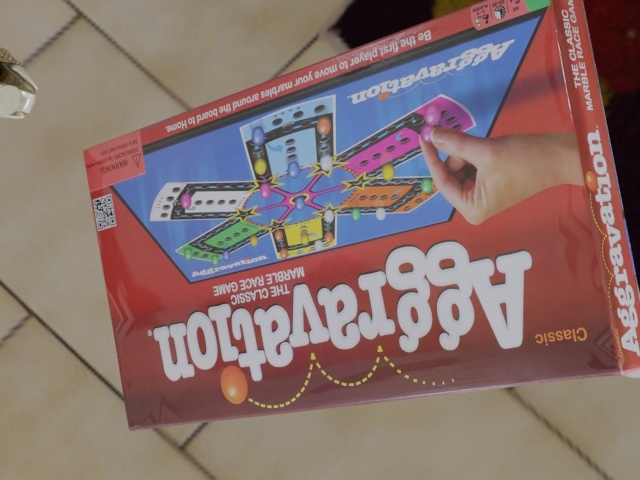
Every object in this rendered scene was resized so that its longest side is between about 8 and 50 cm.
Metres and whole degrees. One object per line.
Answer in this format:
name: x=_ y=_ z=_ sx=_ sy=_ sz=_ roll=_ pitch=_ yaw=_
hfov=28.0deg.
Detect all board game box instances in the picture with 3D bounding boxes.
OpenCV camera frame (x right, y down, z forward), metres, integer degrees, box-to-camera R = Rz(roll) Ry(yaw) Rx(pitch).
board game box: x=0.000 y=0.000 z=0.552 sx=0.027 sy=0.281 sz=0.145 roll=-7 pitch=85 yaw=-47

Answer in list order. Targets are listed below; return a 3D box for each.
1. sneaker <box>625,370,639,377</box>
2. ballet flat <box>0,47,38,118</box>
sneaker: x=0.209 y=0.051 z=1.027 sx=0.158 sy=0.061 sz=0.065 roll=36 pitch=28 yaw=-15
ballet flat: x=-0.282 y=-0.127 z=1.100 sx=0.067 sy=0.206 sz=0.073 roll=25 pitch=99 yaw=-2
